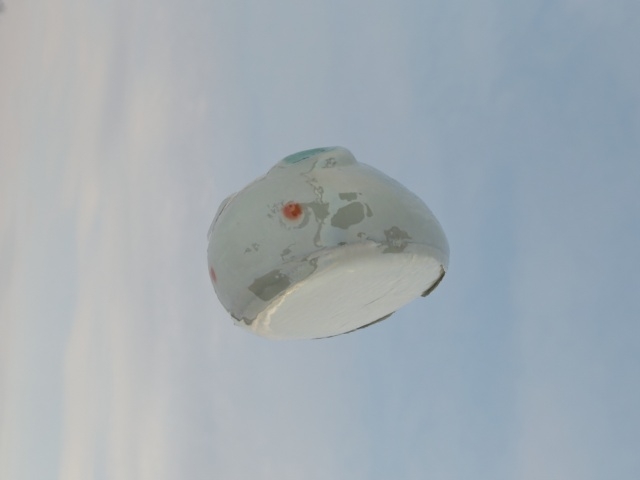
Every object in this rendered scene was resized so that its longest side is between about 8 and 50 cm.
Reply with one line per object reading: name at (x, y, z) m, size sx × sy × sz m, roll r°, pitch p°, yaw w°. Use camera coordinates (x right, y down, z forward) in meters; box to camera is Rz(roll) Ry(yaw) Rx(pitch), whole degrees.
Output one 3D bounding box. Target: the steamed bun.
steamed bun at (0.000, 0.000, 0.770) m, size 0.177 × 0.228 × 0.130 m, roll -34°, pitch -114°, yaw 29°
